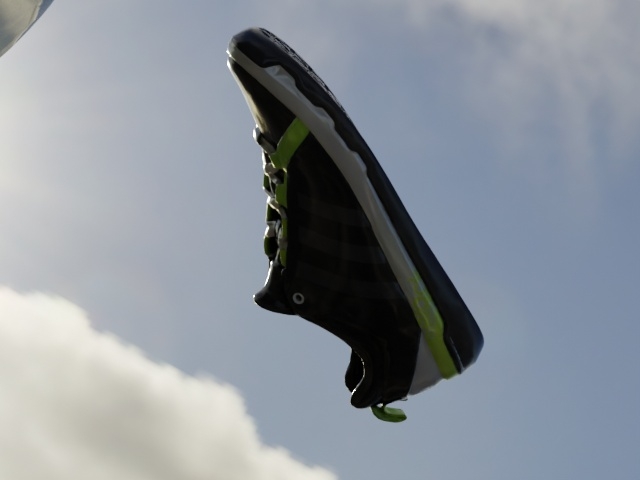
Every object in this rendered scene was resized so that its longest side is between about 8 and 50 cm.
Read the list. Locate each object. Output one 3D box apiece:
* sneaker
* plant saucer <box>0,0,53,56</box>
[{"bbox_3d":[0.000,0.000,1.053,0.235,0.097,0.084,58,2,-17],"label":"sneaker"},{"bbox_3d":[-0.182,-0.260,0.983,0.081,0.333,0.333,-1,-6,-2],"label":"plant saucer"}]
